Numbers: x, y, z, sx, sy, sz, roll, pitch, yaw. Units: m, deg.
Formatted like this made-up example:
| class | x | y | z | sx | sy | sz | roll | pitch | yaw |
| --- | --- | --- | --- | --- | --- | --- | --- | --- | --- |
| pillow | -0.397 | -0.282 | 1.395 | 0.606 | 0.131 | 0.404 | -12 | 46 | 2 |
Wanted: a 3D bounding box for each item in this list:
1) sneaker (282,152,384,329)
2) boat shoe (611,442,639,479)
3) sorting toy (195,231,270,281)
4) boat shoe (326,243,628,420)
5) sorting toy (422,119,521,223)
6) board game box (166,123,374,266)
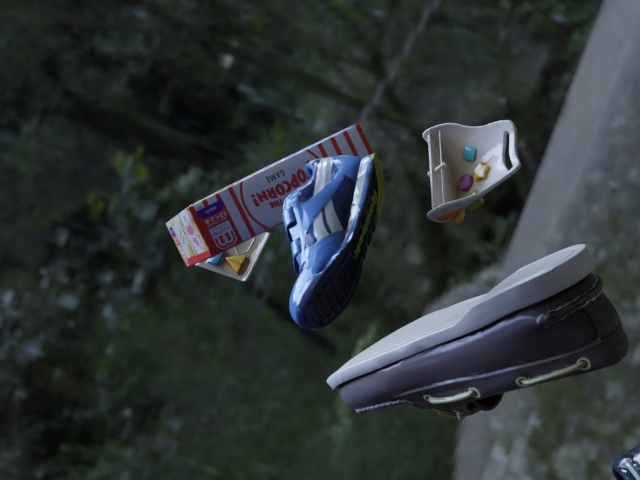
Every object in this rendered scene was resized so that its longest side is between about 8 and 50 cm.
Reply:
| class | x | y | z | sx | sy | sz | roll | pitch | yaw |
| --- | --- | --- | --- | --- | --- | --- | --- | --- | --- |
| sneaker | 0.000 | 0.000 | 1.262 | 0.053 | 0.059 | 0.144 | 77 | -153 | -50 |
| boat shoe | 0.332 | 0.274 | 1.474 | 0.114 | 0.091 | 0.302 | 59 | -176 | -41 |
| sorting toy | -0.081 | -0.003 | 1.794 | 0.083 | 0.062 | 0.012 | -64 | -25 | -22 |
| boat shoe | 0.128 | 0.101 | 1.561 | 0.116 | 0.096 | 0.324 | -32 | 2 | -43 |
| sorting toy | 0.120 | -0.057 | 1.398 | 0.075 | 0.045 | 0.083 | -29 | 45 | 33 |
| board game box | -0.042 | -0.033 | 1.449 | 0.147 | 0.045 | 0.193 | -26 | 2 | -9 |
